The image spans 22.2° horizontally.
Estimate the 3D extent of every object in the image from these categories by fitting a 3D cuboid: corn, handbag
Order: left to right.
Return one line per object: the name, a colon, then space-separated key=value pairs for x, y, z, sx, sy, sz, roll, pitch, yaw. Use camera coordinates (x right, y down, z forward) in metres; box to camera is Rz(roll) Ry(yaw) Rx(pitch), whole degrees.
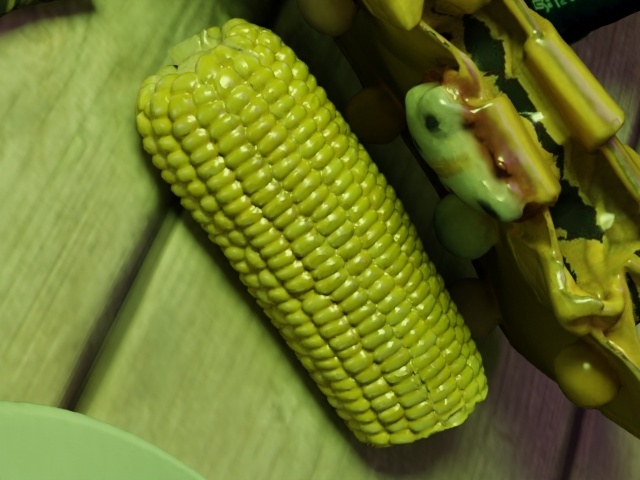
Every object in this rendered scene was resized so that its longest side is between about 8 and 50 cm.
corn: x=0.000 y=0.000 z=0.837 sx=0.244 sy=0.093 sz=0.093 roll=55 pitch=39 yaw=-18
handbag: x=0.070 y=-0.084 z=0.844 sx=0.401 sy=0.133 sz=0.283 roll=56 pitch=-3 yaw=-16

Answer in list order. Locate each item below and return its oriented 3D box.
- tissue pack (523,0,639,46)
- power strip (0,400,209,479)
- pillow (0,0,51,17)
tissue pack: x=0.205 y=-0.370 z=1.128 sx=0.253 sy=0.264 sz=0.416 roll=-33 pitch=99 yaw=-53
power strip: x=-0.135 y=0.227 z=0.500 sx=0.357 sy=0.161 sz=0.357 roll=24 pitch=55 yaw=-41
pillow: x=-0.183 y=-0.143 z=0.730 sx=0.203 sy=0.038 sz=0.113 roll=-32 pitch=98 yaw=-52
